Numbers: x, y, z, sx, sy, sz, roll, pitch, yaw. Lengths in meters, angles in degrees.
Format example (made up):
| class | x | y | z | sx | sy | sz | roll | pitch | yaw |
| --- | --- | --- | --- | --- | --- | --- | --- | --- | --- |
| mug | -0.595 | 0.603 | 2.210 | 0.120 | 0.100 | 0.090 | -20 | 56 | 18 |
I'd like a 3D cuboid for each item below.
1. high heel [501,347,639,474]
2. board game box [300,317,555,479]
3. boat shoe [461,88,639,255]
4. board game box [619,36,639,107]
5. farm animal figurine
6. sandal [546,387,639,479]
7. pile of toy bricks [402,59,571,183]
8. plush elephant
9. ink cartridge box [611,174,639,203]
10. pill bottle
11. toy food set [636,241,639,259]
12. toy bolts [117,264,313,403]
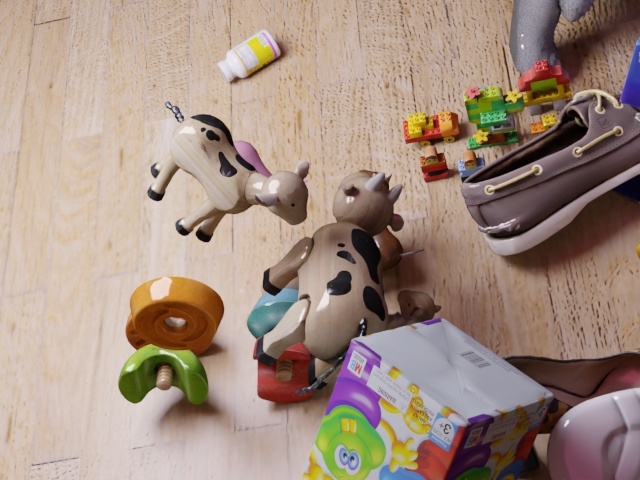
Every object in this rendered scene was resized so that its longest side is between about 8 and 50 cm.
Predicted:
| class | x | y | z | sx | sy | sz | roll | pitch | yaw |
| --- | --- | --- | --- | --- | --- | --- | --- | --- | --- |
| high heel | 0.283 | 0.134 | 1.254 | 0.261 | 0.186 | 0.093 | -26 | 51 | -2 |
| board game box | 0.078 | 0.233 | 1.180 | 0.144 | 0.275 | 0.142 | 34 | 27 | 34 |
| boat shoe | 0.309 | -0.113 | 1.453 | 0.324 | 0.097 | 0.116 | -35 | 20 | -3 |
| board game box | 0.532 | -0.188 | 1.389 | 0.347 | 0.078 | 0.233 | 19 | 41 | 15 |
| farm animal figurine | 0.000 | 0.000 | 1.337 | 0.172 | 0.330 | 0.327 | -42 | 48 | 36 |
| sandal | 0.422 | 0.238 | 1.202 | 0.416 | 0.102 | 0.169 | 4 | 71 | 5 |
| pile of toy bricks | 0.202 | -0.152 | 1.536 | 0.212 | 0.105 | 0.118 | -11 | 53 | 10 |
| plush elephant | 0.357 | -0.406 | 1.587 | 0.255 | 0.330 | 0.272 | -5 | 45 | -9 |
| ink cartridge box | 0.509 | -0.065 | 1.409 | 0.371 | 0.069 | 0.176 | 29 | 68 | 34 |
| pill bottle | -0.100 | -0.253 | 1.741 | 0.083 | 0.043 | 0.043 | -33 | 53 | -7 |
| toy food set | 0.452 | 0.052 | 1.307 | 0.104 | 0.111 | 0.232 | -42 | 52 | -14 |
| toy bolts | -0.109 | 0.073 | 1.428 | 0.228 | 0.218 | 0.158 | 3 | 48 | -2 |
